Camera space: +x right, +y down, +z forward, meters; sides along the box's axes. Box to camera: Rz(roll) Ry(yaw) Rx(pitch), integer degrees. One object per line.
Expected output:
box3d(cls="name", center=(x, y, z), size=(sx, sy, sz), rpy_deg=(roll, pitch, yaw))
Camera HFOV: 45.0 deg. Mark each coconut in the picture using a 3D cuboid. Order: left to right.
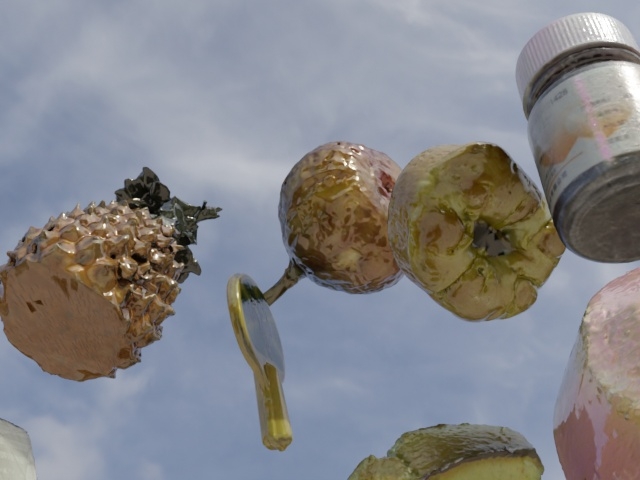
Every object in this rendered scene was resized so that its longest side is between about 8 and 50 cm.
box3d(cls="coconut", center=(0.289, 0.129, 0.555), size=(0.233, 0.233, 0.245), rpy_deg=(-9, -42, -1))

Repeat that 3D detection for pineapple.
box3d(cls="pineapple", center=(-0.262, 0.017, 1.064), size=(0.223, 0.357, 0.223), rpy_deg=(10, -58, 16))

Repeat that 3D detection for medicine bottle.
box3d(cls="medicine bottle", center=(0.325, -0.122, 0.892), size=(0.165, 0.273, 0.165), rpy_deg=(-3, -40, -2))

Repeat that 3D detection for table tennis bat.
box3d(cls="table tennis bat", center=(-0.098, 0.197, 1.293), size=(0.050, 0.321, 0.198), rpy_deg=(-21, -36, 9))

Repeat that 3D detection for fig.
box3d(cls="fig", center=(0.000, 0.000, 1.415), size=(0.368, 0.286, 0.286), rpy_deg=(-35, -62, 24))

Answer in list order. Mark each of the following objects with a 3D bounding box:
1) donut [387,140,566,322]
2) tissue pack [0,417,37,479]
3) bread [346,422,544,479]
box3d(cls="donut", center=(0.200, -0.009, 1.028), size=(0.208, 0.128, 0.261), rpy_deg=(-51, -58, -6))
box3d(cls="tissue pack", center=(-0.306, 0.196, 0.562), size=(0.170, 0.090, 0.103), rpy_deg=(-22, -25, -2))
box3d(cls="bread", center=(0.138, 0.300, 0.826), size=(0.257, 0.124, 0.186), rpy_deg=(-20, -79, -34))
